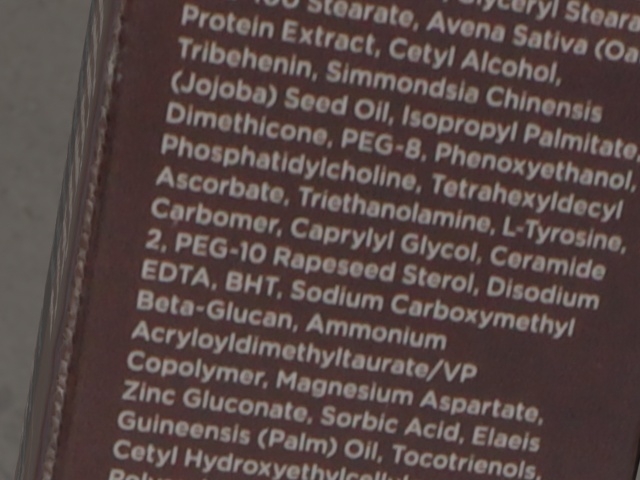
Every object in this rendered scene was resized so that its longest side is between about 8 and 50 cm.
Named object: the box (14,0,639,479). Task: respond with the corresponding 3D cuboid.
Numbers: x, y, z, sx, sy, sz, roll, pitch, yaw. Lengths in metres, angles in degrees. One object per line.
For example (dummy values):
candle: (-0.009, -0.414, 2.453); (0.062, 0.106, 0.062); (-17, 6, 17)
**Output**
box: (0.000, 0.000, 0.492); (0.143, 0.191, 0.381); (7, 105, -8)
